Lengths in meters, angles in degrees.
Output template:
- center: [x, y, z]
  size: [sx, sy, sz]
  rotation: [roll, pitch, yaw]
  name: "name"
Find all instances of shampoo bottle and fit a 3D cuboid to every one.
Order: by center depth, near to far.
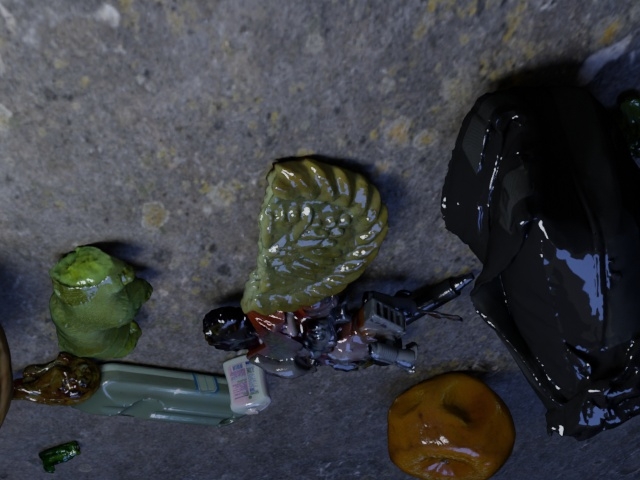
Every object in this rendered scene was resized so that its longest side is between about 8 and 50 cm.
- center: [-0.119, 0.241, 2.078]
  size: [0.072, 0.099, 0.043]
  rotation: [-17, 154, 9]
  name: "shampoo bottle"

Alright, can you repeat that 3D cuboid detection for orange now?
- center: [0.242, 0.354, 2.374]
  size: [0.248, 0.183, 0.249]
  rotation: [7, 149, 4]
  name: "orange"

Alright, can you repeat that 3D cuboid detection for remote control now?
- center: [-0.255, 0.268, 2.114]
  size: [0.335, 0.066, 0.128]
  rotation: [13, 147, -40]
  name: "remote control"

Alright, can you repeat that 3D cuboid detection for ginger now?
- center: [-0.302, 0.097, 1.727]
  size: [0.137, 0.089, 0.290]
  rotation: [-22, 156, -24]
  name: "ginger"

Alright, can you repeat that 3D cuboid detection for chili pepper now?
- center: [-0.492, 0.404, 2.326]
  size: [0.055, 0.035, 0.118]
  rotation: [26, 134, -28]
  name: "chili pepper"

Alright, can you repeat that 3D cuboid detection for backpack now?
- center: [0.294, 0.013, 1.515]
  size: [0.254, 0.363, 0.446]
  rotation: [-18, 132, 6]
  name: "backpack"

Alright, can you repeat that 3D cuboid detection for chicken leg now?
- center: [-0.431, 0.219, 1.946]
  size: [0.178, 0.070, 0.093]
  rotation: [-8, 118, -2]
  name: "chicken leg"

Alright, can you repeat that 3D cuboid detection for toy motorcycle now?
- center: [0.038, 0.127, 1.856]
  size: [0.400, 0.134, 0.207]
  rotation: [15, 141, -23]
  name: "toy motorcycle"

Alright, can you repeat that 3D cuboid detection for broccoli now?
- center: [0.398, -0.146, 1.567]
  size: [0.095, 0.097, 0.092]
  rotation: [-31, 111, -7]
  name: "broccoli"

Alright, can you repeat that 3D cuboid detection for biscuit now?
- center: [0.000, 0.000, 1.629]
  size: [0.187, 0.036, 0.274]
  rotation: [-7, 137, -17]
  name: "biscuit"

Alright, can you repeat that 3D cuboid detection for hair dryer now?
- center: [0.148, 0.122, 2.001]
  size: [0.255, 0.070, 0.128]
  rotation: [-30, 150, 24]
  name: "hair dryer"

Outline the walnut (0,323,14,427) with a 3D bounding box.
- center: [-0.525, 0.172, 1.578]
  size: [0.296, 0.285, 0.285]
  rotation: [-18, 154, 23]
  name: "walnut"
